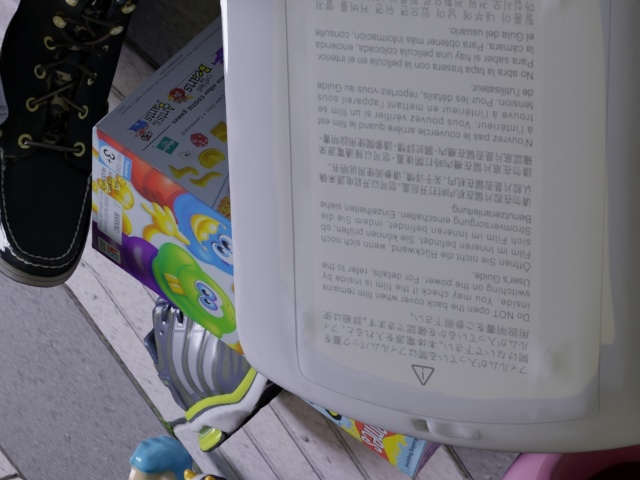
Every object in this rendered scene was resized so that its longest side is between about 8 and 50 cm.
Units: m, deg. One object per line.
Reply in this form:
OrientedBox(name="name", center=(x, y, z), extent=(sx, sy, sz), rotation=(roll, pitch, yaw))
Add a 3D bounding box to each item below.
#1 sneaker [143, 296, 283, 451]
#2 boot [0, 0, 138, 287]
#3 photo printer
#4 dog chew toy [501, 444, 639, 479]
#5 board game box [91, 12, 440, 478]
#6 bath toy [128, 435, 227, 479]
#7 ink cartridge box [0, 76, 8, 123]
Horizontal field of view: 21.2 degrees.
OrientedBox(name="sneaker", center=(-0.069, 0.070, 1.322), extent=(0.121, 0.111, 0.300), rotation=(46, 147, 3))
OrientedBox(name="boot", center=(-0.172, -0.106, 1.140), extent=(0.085, 0.236, 0.178), rotation=(10, 149, -18))
OrientedBox(name="photo printer", center=(0.073, -0.038, 0.897), extent=(0.256, 0.107, 0.308), rotation=(7, 111, 25))
OrientedBox(name="dog chew toy", center=(0.226, 0.252, 1.121), extent=(0.206, 0.207, 0.332), rotation=(19, 148, 34))
OrientedBox(name="board game box", center=(0.000, 0.000, 1.119), extent=(0.275, 0.144, 0.142), rotation=(35, 148, 16))
OrientedBox(name="bath toy", center=(-0.026, 0.262, 1.490), extent=(0.348, 0.151, 0.129), rotation=(10, 100, 42))
OrientedBox(name="ink cartridge box", center=(-0.308, -0.182, 1.209), extent=(0.239, 0.060, 0.275), rotation=(-25, 75, 56))
